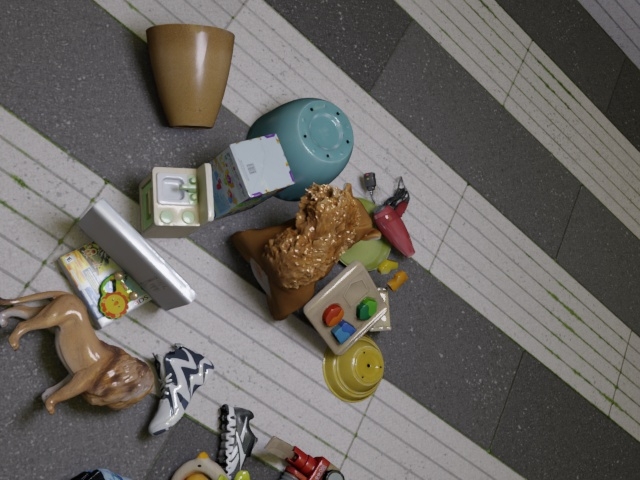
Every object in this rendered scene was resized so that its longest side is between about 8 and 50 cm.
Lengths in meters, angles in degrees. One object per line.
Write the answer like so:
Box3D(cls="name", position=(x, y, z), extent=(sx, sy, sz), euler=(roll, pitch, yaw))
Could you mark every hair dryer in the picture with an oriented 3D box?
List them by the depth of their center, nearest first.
Box3D(cls="hair dryer", position=(0.252, -0.087, 2.048), extent=(0.224, 0.080, 0.293), euler=(5, 70, -41))

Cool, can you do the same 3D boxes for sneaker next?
Box3D(cls="sneaker", position=(-0.390, 0.359, 1.606), extent=(0.153, 0.094, 0.235), euler=(45, 61, -13))
Box3D(cls="sneaker", position=(-0.214, 0.551, 1.675), extent=(0.106, 0.078, 0.234), euler=(8, 73, -26))

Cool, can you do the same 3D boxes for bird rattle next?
Box3D(cls="bird rattle", position=(-0.287, 0.647, 1.578), extent=(0.207, 0.253, 0.143), euler=(47, 15, 19))

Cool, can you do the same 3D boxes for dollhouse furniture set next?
Box3D(cls="dollhouse furniture set", position=(0.106, 0.214, 1.928), extent=(0.184, 0.129, 0.129), euler=(-3, 81, -6))

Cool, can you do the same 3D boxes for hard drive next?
Box3D(cls="hard drive", position=(-0.441, 0.042, 1.524), extent=(0.307, 0.203, 0.040), euler=(48, 60, -13))

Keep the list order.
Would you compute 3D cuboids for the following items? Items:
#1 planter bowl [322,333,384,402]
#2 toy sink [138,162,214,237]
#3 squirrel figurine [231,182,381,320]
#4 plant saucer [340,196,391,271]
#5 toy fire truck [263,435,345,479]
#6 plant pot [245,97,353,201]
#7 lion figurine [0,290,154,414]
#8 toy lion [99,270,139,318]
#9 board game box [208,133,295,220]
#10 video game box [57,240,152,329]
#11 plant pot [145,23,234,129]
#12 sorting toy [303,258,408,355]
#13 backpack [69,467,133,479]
Box3D(cls="planter bowl", position=(0.122, 0.375, 1.904), extent=(0.217, 0.090, 0.217), euler=(7, 77, -30))
Box3D(cls="toy sink", position=(-0.378, -0.100, 1.629), extent=(0.131, 0.234, 0.152), euler=(0, 80, -31))
Box3D(cls="squirrel figurine", position=(0.000, 0.000, 1.731), extent=(0.371, 0.397, 0.280), euler=(-29, 88, -19))
Box3D(cls="plant saucer", position=(0.119, -0.018, 2.017), extent=(0.241, 0.037, 0.240), euler=(7, 75, -29))
Box3D(cls="toy fire truck", position=(-0.083, 0.646, 1.703), extent=(0.246, 0.158, 0.217), euler=(40, 62, -4))
Box3D(cls="plant pot", position=(-0.040, -0.282, 1.866), extent=(0.293, 0.235, 0.292), euler=(7, 77, -29))
Box3D(cls="lion figurine", position=(-0.572, 0.245, 1.491), extent=(0.240, 0.142, 0.392), euler=(-30, 98, -25))
Box3D(cls="toy lion", position=(-0.506, 0.139, 1.570), extent=(0.096, 0.034, 0.100), euler=(-38, 99, -23))
Box3D(cls="board game box", position=(-0.211, -0.165, 1.715), extent=(0.142, 0.275, 0.144), euler=(-21, 90, -32))
Box3D(cls="video game box", position=(-0.526, 0.091, 1.612), extent=(0.187, 0.048, 0.205), euler=(-33, 97, -34))
Box3D(cls="plant pot", position=(-0.356, -0.436, 1.742), extent=(0.237, 0.237, 0.254), euler=(-1, 96, -31))
Box3D(cls="sorting toy", position=(0.115, 0.164, 1.785), extent=(0.307, 0.041, 0.229), euler=(-42, 130, -11))
Box3D(cls="backpack", position=(-0.517, 0.679, 1.376), extent=(0.274, 0.290, 0.355), euler=(24, 61, -33))
